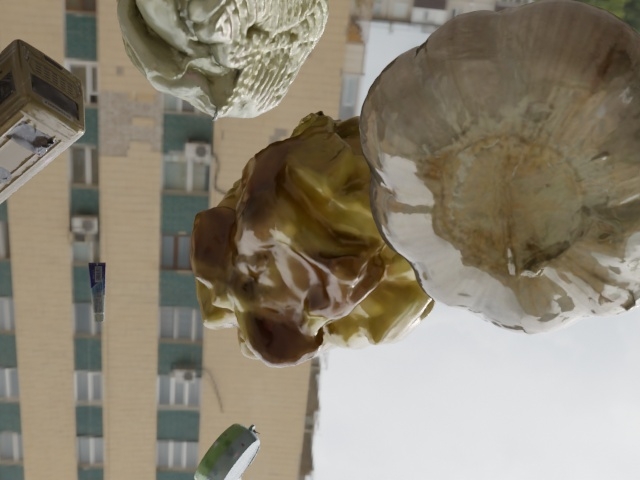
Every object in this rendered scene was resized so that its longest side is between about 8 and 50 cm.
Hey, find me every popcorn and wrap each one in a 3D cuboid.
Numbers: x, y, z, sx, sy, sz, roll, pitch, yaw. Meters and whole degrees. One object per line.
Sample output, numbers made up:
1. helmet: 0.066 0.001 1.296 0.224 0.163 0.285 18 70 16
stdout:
1. popcorn: 0.000 0.000 0.824 0.225 0.265 0.332 41 -166 -13

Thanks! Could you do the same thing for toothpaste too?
1. toothpaste: -0.309 0.072 1.159 0.024 0.083 0.015 -2 -173 -6

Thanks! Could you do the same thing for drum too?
1. drum: -0.159 0.388 1.356 0.049 0.253 0.130 34 -130 15

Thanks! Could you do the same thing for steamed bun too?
1. steamed bun: -0.124 -0.306 1.000 0.206 0.320 0.275 40 -129 17

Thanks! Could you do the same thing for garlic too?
1. garlic: 0.145 -0.063 0.554 0.219 0.218 0.212 13 -146 17

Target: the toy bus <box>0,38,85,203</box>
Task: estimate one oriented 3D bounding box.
1. toy bus: -0.484 -0.143 1.218 0.139 0.290 0.157 37 -155 -48
